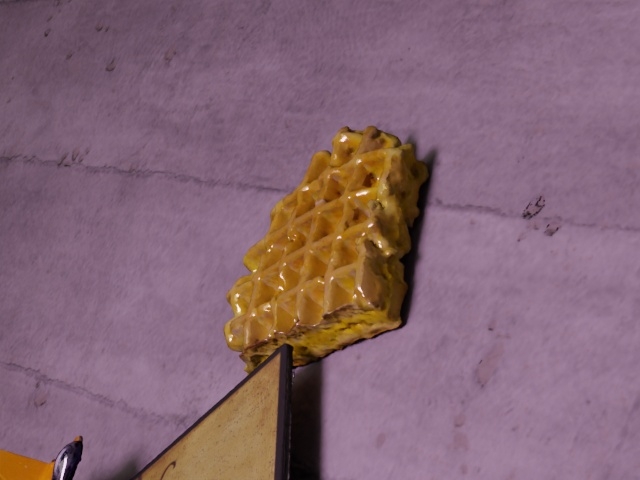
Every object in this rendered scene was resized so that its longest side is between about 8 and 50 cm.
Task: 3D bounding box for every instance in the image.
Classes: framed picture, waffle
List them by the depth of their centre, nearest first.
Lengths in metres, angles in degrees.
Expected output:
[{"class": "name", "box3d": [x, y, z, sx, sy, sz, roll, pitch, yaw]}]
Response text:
[{"class": "framed picture", "box3d": [-0.126, 0.270, 1.633, 0.339, 0.014, 0.255, -42, 33, 38]}, {"class": "waffle", "box3d": [0.001, 0.000, 1.676, 0.229, 0.057, 0.219, -24, 44, 47]}]

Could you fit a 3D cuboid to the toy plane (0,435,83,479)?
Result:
[{"class": "toy plane", "box3d": [-0.277, 0.349, 1.742, 0.204, 0.103, 0.316, -43, 39, 52]}]
